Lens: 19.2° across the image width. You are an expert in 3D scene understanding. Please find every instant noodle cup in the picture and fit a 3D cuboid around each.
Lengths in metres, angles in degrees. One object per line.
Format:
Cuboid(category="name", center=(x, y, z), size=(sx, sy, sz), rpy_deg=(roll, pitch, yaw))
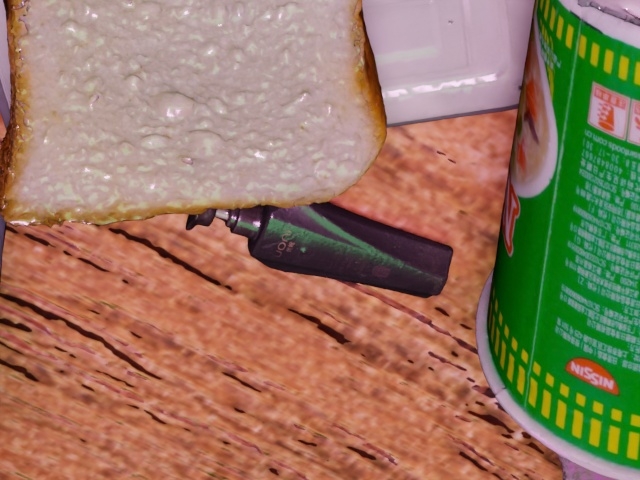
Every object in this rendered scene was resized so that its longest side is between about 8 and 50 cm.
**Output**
Cuboid(category="instant noodle cup", center=(0.171, -0.040, 0.835), size=(0.207, 0.207, 0.232), rpy_deg=(-4, 131, 0))

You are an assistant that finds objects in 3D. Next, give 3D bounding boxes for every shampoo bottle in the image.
Cuboid(category="shampoo bottle", center=(0.000, 0.000, 0.976), size=(0.137, 0.027, 0.048), rpy_deg=(16, 124, -15))

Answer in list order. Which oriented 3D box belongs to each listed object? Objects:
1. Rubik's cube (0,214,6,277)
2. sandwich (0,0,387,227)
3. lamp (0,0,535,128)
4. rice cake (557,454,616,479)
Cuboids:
Cuboid(category="Rubik's cube", center=(-0.307, -0.016, 0.781), size=(0.283, 0.293, 0.288), rpy_deg=(-13, 130, 4))
Cuboid(category="sandwich", center=(-0.065, -0.106, 0.803), size=(0.186, 0.065, 0.214), rpy_deg=(-3, 132, -1))
Cuboid(category="lamp", center=(-0.033, -0.154, 0.838), size=(0.269, 0.047, 0.266), rpy_deg=(-9, 132, 4))
Cuboid(category="rice cake", center=(0.155, 0.105, 1.066), size=(0.047, 0.036, 0.206), rpy_deg=(-8, 130, 16))
